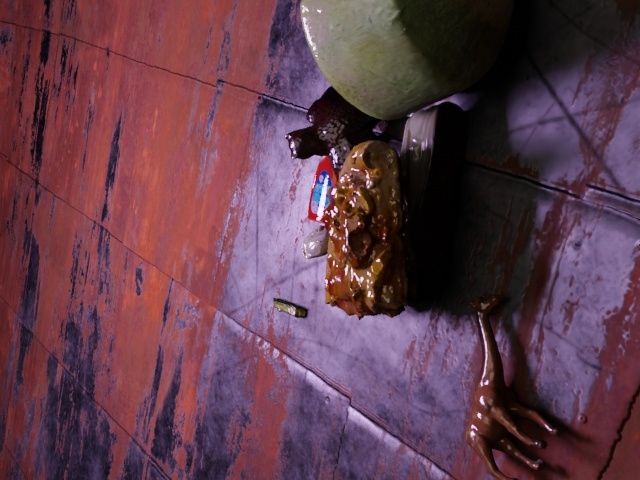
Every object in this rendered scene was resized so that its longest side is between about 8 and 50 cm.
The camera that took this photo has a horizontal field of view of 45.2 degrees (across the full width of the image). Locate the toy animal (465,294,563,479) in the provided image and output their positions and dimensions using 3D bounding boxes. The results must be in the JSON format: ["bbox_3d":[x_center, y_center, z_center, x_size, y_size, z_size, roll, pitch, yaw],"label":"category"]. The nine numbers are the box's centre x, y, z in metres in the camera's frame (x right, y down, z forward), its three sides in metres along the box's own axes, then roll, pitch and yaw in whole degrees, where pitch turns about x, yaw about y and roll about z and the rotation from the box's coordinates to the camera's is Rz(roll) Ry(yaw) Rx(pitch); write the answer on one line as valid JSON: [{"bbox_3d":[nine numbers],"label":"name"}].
[{"bbox_3d":[0.270,0.222,1.163,0.230,0.066,0.224,47,123,45],"label":"toy animal"}]

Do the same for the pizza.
[{"bbox_3d":[0.070,0.011,1.279,0.409,0.113,0.278,101,159,-54],"label":"pizza"}]

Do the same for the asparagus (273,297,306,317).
[{"bbox_3d":[-0.071,0.138,1.590,0.108,0.021,0.025,17,103,48],"label":"asparagus"}]

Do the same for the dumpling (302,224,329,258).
[{"bbox_3d":[-0.002,0.000,1.489,0.057,0.052,0.076,61,142,16],"label":"dumpling"}]

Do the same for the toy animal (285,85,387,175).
[{"bbox_3d":[0.030,-0.203,1.367,0.116,0.179,0.219,111,141,-60],"label":"toy animal"}]

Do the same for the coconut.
[{"bbox_3d":[0.117,-0.337,1.178,0.328,0.328,0.281,-14,94,48],"label":"coconut"}]

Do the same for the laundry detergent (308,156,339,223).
[{"bbox_3d":[0.018,-0.116,1.477,0.097,0.049,0.165,18,100,52],"label":"laundry detergent"}]

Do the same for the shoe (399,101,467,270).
[{"bbox_3d":[0.170,-0.089,1.263,0.098,0.103,0.275,10,91,49],"label":"shoe"}]
